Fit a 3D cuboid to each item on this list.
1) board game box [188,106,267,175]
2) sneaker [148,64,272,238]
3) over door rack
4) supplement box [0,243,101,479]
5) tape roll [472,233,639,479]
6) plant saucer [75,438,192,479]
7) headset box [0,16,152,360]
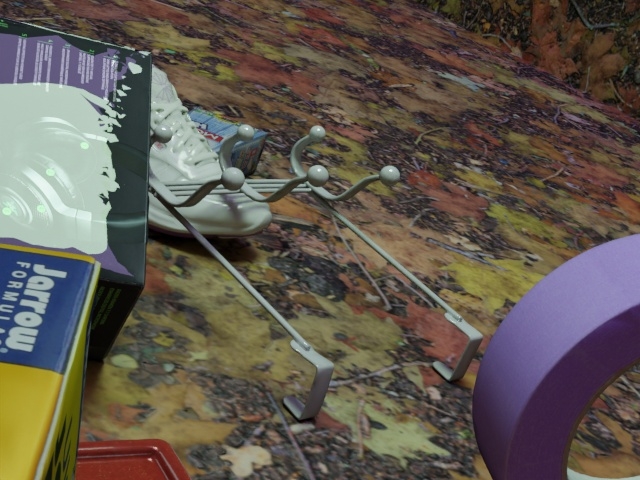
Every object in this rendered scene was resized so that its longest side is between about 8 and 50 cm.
[{"bbox_3d":[-0.181,-0.116,1.388,0.194,0.060,0.194,20,21,2],"label":"board game box"},{"bbox_3d":[-0.181,-0.104,1.235,0.305,0.152,0.114,28,21,16],"label":"sneaker"},{"bbox_3d":[0.000,0.000,1.097,0.239,0.108,0.324,-5,49,-46],"label":"over door rack"},{"bbox_3d":[-0.293,0.108,0.495,0.356,0.194,0.195,8,27,-7],"label":"supplement box"},{"bbox_3d":[0.260,0.134,0.869,0.274,0.275,0.090,13,22,-16],"label":"tape roll"},{"bbox_3d":[-0.151,0.199,0.676,0.258,0.048,0.259,4,25,-34],"label":"plant saucer"},{"bbox_3d":[-0.271,-0.053,0.925,0.283,0.131,0.246,10,54,-21],"label":"headset box"}]
